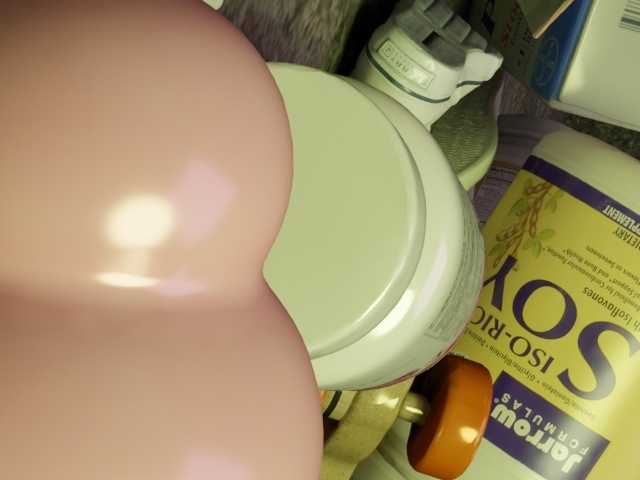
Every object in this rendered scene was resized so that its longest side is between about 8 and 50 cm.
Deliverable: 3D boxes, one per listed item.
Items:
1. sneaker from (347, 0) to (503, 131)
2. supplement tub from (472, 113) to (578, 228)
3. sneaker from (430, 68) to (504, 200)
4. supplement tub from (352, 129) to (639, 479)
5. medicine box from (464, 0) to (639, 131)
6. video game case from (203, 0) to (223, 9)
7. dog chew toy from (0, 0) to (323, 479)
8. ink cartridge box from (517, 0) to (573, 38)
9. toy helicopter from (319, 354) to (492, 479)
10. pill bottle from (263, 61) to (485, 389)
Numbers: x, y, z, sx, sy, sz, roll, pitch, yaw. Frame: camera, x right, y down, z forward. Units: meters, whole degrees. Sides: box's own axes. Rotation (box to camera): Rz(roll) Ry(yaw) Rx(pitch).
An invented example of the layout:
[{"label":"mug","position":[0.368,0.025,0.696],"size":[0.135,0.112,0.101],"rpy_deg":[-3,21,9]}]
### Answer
[{"label":"sneaker","position":[0.068,-0.128,1.124],"size":[0.091,0.094,0.258],"rpy_deg":[-49,174,20]},{"label":"supplement tub","position":[0.170,0.046,1.500],"size":[0.228,0.228,0.316],"rpy_deg":[96,18,-51]},{"label":"sneaker","position":[0.093,-0.038,1.299],"size":[0.292,0.108,0.169],"rpy_deg":[-52,156,-60]},{"label":"supplement tub","position":[0.197,0.104,1.207],"size":[0.331,0.241,0.241],"rpy_deg":[-57,169,3]},{"label":"medicine box","position":[0.266,-0.261,1.340],"size":[0.289,0.149,0.263],"rpy_deg":[-119,-136,-67]},{"label":"video game case","position":[-0.062,-0.170,0.553],"size":[0.206,0.026,0.227],"rpy_deg":[-49,158,-61]},{"label":"dog chew toy","position":[-0.092,0.073,0.445],"size":[0.206,0.206,0.332],"rpy_deg":[-27,128,-73]},{"label":"ink cartridge box","position":[0.243,-0.296,1.072],"size":[0.296,0.066,0.261],"rpy_deg":[-45,-149,24]},{"label":"toy helicopter","position":[0.016,0.086,1.125],"size":[0.355,0.140,0.235],"rpy_deg":[124,-19,-59]},{"label":"pill bottle","position":[0.000,0.000,0.796],"size":[0.283,0.160,0.160],"rpy_deg":[32,79,-78]}]
